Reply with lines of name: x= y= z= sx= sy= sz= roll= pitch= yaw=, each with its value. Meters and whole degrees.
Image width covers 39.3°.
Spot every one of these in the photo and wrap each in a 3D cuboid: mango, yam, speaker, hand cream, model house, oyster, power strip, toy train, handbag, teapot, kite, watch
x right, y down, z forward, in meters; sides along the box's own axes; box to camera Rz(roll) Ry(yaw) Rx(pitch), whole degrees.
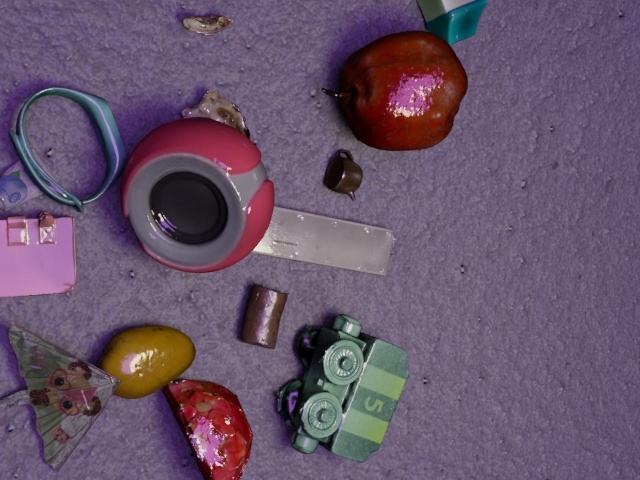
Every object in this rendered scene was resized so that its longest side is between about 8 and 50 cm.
mango: x=-0.341 y=0.236 z=1.764 sx=0.195 sy=0.098 sz=0.137 roll=-8 pitch=93 yaw=-27
yam: x=-0.117 y=0.158 z=1.853 sx=0.084 sy=0.084 sz=0.127 roll=15 pitch=85 yaw=-21
speaker: x=-0.228 y=-0.079 z=1.696 sx=0.294 sy=0.294 sz=0.294 roll=-1 pitch=93 yaw=-21
hand cream: x=-0.573 y=-0.101 z=1.683 sx=0.142 sy=0.053 sz=0.084 roll=-39 pitch=105 yaw=-25
model house: x=0.287 y=-0.507 z=1.945 sx=0.100 sy=0.127 sz=0.149 roll=-23 pitch=98 yaw=-18
oyster: x=-0.201 y=-0.231 z=1.813 sx=0.103 sy=0.051 sz=0.148 roll=-42 pitch=99 yaw=0
power strip: x=0.000 y=0.000 z=1.907 sx=0.367 sy=0.043 sz=0.106 roll=11 pitch=89 yaw=-21
toy train: x=0.049 y=0.315 z=1.883 sx=0.238 sy=0.167 sz=0.299 roll=24 pitch=85 yaw=-26
handbag: x=-0.570 y=0.026 z=1.682 sx=0.212 sy=0.059 sz=0.157 roll=-4 pitch=95 yaw=-22
teapot: x=0.057 y=-0.141 z=1.909 sx=0.068 sy=0.076 sz=0.121 roll=16 pitch=57 yaw=-31
kite: x=-0.508 y=0.295 z=1.697 sx=0.267 sy=0.013 sz=0.323 roll=-9 pitch=105 yaw=1
oyster: x=-0.227 y=-0.444 z=1.785 sx=0.083 sy=0.080 sz=0.038 roll=20 pitch=59 yaw=-53
watch: x=-0.470 y=-0.174 z=1.694 sx=0.195 sy=0.068 sz=0.237 roll=-24 pitch=99 yaw=-25

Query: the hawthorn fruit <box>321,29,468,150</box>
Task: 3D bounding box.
hawthorn fruit: x=0.141 y=-0.308 z=1.832 sx=0.300 sy=0.254 sz=0.254 roll=1 pitch=93 yaw=-29

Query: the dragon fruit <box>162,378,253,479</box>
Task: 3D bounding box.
dragon fruit: x=-0.214 y=0.383 z=1.804 sx=0.189 sy=0.163 sz=0.262 roll=-37 pitch=106 yaw=-44
